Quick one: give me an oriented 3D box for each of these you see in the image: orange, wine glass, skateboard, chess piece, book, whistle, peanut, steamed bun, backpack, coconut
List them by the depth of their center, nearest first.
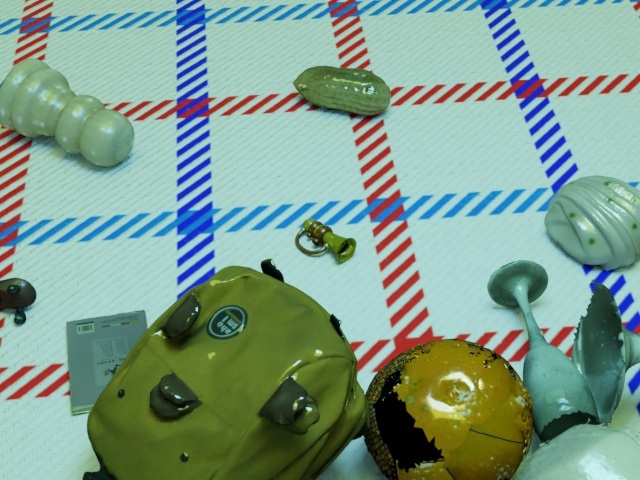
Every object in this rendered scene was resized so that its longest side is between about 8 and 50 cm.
[{"bbox_3d":[0.357,0.357,1.305,0.245,0.245,0.247,-19,42,-19],"label":"coconut"},{"bbox_3d":[-0.129,0.214,1.435,0.378,0.201,0.353,-48,48,-12],"label":"backpack"},{"bbox_3d":[0.172,0.243,1.481,0.235,0.182,0.234,5,53,-7],"label":"orange"},{"bbox_3d":[0.537,0.154,1.537,0.323,0.238,0.238,0,43,-3],"label":"wine glass"},{"bbox_3d":[0.276,0.114,1.553,0.096,0.264,0.309,-30,36,18],"label":"wine glass"},{"bbox_3d":[-0.318,0.180,1.658,0.127,0.014,0.181,-9,44,-9],"label":"book"},{"bbox_3d":[-0.522,0.075,1.742,0.151,0.067,0.080,9,34,15],"label":"skateboard"},{"bbox_3d":[0.472,-0.042,1.831,0.183,0.106,0.182,0,45,0],"label":"steamed bun"},{"bbox_3d":[0.004,0.003,1.842,0.109,0.057,0.046,27,4,37],"label":"whistle"},{"bbox_3d":[-0.458,-0.220,2.017,0.261,0.142,0.143,29,50,18],"label":"chess piece"},{"bbox_3d":[0.043,-0.295,2.115,0.194,0.083,0.093,15,59,14],"label":"peanut"}]
